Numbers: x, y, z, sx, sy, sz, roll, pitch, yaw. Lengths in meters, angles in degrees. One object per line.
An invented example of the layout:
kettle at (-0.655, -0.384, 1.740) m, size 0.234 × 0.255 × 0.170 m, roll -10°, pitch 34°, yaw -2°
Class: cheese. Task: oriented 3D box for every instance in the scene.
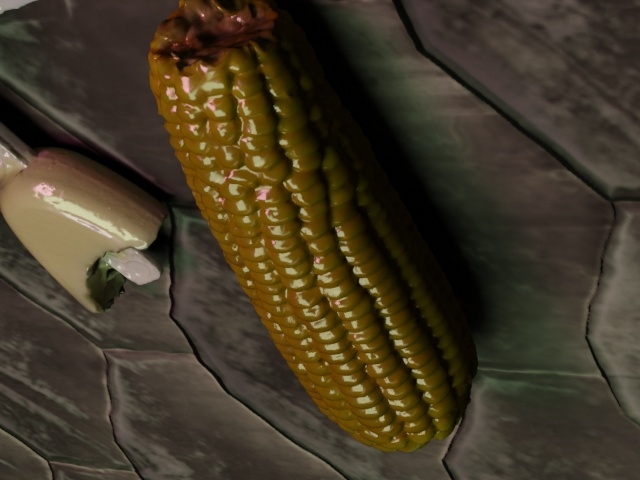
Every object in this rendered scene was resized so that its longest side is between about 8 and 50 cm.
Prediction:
cheese at (-0.195, -0.040, 1.311) m, size 0.235 × 0.050 × 0.127 m, roll 41°, pitch 146°, yaw -21°

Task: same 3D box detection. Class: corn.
corn at (0.000, 0.000, 1.181) m, size 0.120 × 0.120 × 0.363 m, roll 0°, pitch 136°, yaw 34°

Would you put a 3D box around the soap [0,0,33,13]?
soap at (-0.153, -0.212, 0.930) m, size 0.208 × 0.115 × 0.347 m, roll 18°, pitch 157°, yaw -38°
